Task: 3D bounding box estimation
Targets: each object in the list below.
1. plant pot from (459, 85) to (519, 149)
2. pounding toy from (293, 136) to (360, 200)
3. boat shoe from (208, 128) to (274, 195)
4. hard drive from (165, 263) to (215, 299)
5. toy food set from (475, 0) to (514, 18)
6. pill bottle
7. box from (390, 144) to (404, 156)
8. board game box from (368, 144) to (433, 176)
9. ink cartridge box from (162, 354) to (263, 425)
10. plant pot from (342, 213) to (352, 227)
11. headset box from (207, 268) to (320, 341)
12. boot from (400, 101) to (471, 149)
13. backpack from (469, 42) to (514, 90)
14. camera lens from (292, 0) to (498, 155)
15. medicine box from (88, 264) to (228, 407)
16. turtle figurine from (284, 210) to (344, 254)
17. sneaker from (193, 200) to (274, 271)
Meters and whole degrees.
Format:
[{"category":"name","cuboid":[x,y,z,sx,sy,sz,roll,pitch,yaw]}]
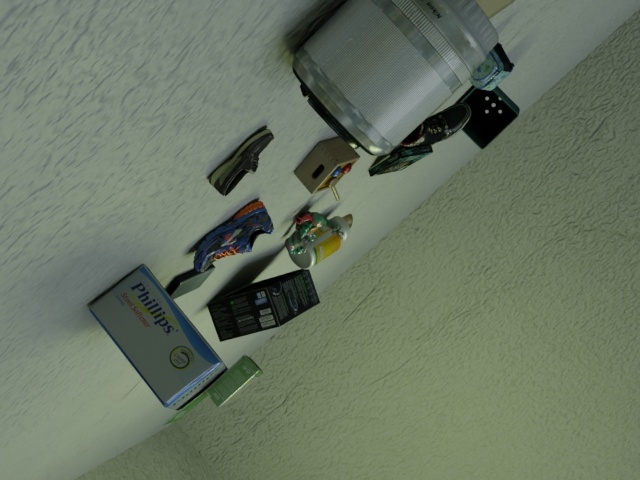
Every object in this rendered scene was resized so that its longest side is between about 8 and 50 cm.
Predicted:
[{"category":"plant pot","cuboid":[0.569,-0.441,2.374,0.166,0.165,0.234,-46,177,28]},{"category":"pounding toy","cuboid":[0.022,-0.163,1.684,0.141,0.100,0.130,-47,168,34]},{"category":"boat shoe","cuboid":[-0.139,-0.144,1.306,0.152,0.049,0.056,-42,170,10]},{"category":"hard drive","cuboid":[-0.336,0.107,1.769,0.094,0.022,0.135,-46,168,33]},{"category":"toy food set","cuboid":[0.260,-0.466,1.330,0.306,0.092,0.219,-34,172,9]},{"category":"pill bottle","cuboid":[0.000,0.000,2.292,0.208,0.118,0.118,-33,168,-38]},{"category":"box","cuboid":[0.313,-0.323,2.324,0.164,0.021,0.201,-43,170,13]},{"category":"board game box","cuboid":[0.246,-0.245,2.164,0.126,0.026,0.186,-14,174,-28]},{"category":"ink cartridge box","cuboid":[-0.240,0.360,1.608,0.235,0.056,0.171,-42,172,-9]},{"category":"plant pot","cuboid":[0.039,-0.010,2.653,0.236,0.032,0.236,-39,170,-9]},{"category":"headset box","cuboid":[-0.172,0.200,2.243,0.246,0.131,0.283,-18,-177,31]},{"category":"boot","cuboid":[0.342,-0.343,2.106,0.236,0.085,0.178,-32,172,15]},{"category":"backpack","cuboid":[0.462,-0.481,1.951,0.084,0.105,0.114,-4,150,-35]},{"category":"camera lens","cuboid":[0.110,-0.287,1.099,0.274,0.219,0.219,-42,170,13]},{"category":"medicine box","cuboid":[-0.345,0.225,1.542,0.149,0.263,0.289,-39,170,-12]},{"category":"turtle figurine","cuboid":[-0.024,-0.029,2.075,0.175,0.118,0.234,-20,176,-23]},{"category":"sneaker","cuboid":[-0.201,0.002,1.619,0.221,0.087,0.083,-40,170,-5]}]
